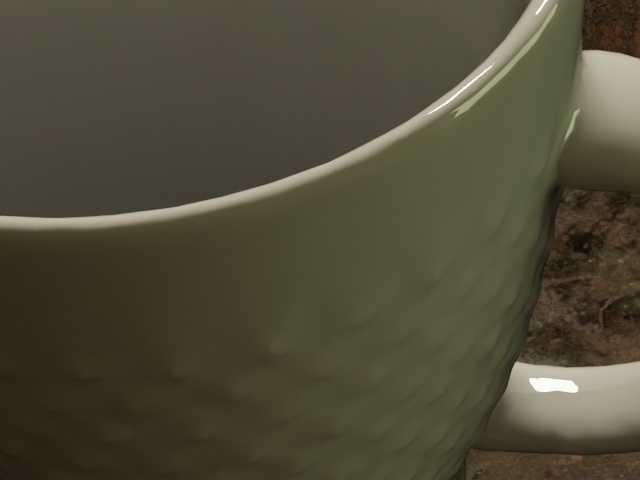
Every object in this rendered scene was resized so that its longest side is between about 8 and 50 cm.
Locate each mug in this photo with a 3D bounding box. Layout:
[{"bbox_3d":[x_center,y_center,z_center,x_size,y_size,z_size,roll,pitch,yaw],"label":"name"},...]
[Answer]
[{"bbox_3d":[0.000,0.000,0.510,0.328,0.374,0.276,84,17,-52],"label":"mug"}]
